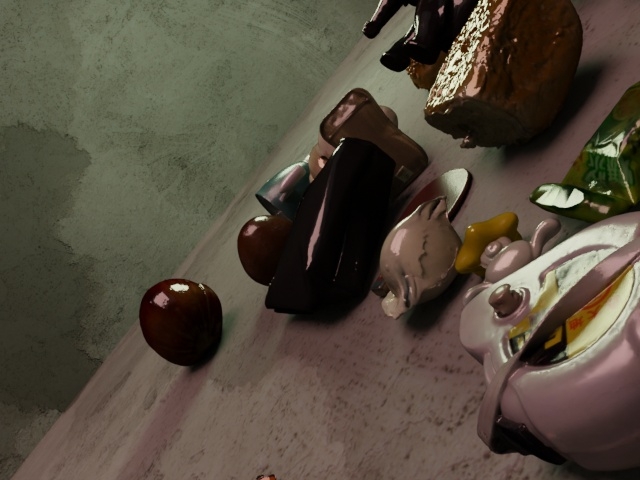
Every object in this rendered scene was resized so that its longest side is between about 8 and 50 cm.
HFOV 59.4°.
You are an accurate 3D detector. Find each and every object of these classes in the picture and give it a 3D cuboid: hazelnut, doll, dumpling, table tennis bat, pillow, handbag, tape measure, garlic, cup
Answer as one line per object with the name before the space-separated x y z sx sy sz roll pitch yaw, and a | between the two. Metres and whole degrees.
hazelnut | -0.348 0.203 1.421 0.229 0.229 0.229 -44 18 18
doll | 0.218 0.013 0.658 0.135 0.071 0.113 -33 31 30
dumpling | 0.135 0.028 0.776 0.127 0.108 0.187 96 -166 -75
table tennis bat | 0.162 -0.020 0.936 0.274 0.021 0.154 -55 18 -24
pillow | 0.107 -0.194 1.121 0.130 0.217 0.033 -46 -1 15
handbag | 0.000 0.000 1.088 0.288 0.152 0.342 -32 34 56
tape measure | 0.211 0.076 0.433 0.236 0.120 0.197 -43 12 36
garlic | 0.061 -0.179 1.242 0.281 0.185 0.203 -40 22 30
cup | -0.052 -0.125 1.450 0.173 0.167 0.299 -50 -10 -10

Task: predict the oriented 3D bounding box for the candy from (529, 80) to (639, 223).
candy | 0.346 -0.114 0.597 0.246 0.069 0.149 -53 12 6

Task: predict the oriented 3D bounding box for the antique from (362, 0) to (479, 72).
antique | 0.274 -0.454 1.148 0.255 0.322 0.185 -65 -14 -2

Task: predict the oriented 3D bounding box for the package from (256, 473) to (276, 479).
package | -0.103 0.362 0.757 0.111 0.033 0.077 -33 13 31

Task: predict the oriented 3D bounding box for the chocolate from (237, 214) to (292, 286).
chocolate | -0.122 0.017 1.327 0.177 0.177 0.176 -44 18 18

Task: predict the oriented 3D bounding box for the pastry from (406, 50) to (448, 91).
pastry | 0.318 -0.514 1.361 0.311 0.162 0.255 -44 20 21

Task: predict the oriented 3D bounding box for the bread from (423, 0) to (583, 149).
bread | 0.284 -0.246 0.861 0.195 0.176 0.246 175 119 -81
